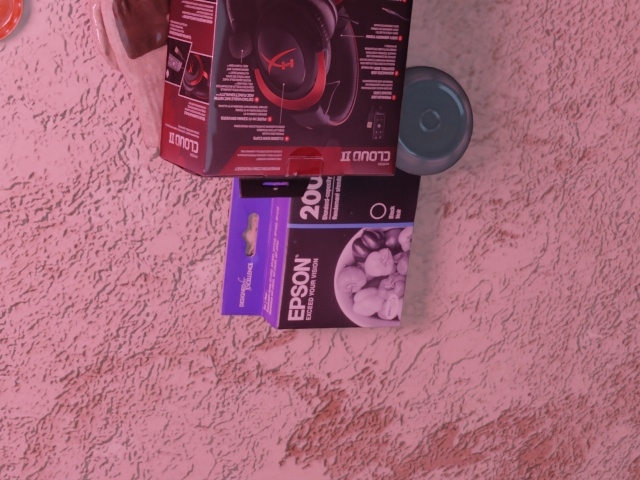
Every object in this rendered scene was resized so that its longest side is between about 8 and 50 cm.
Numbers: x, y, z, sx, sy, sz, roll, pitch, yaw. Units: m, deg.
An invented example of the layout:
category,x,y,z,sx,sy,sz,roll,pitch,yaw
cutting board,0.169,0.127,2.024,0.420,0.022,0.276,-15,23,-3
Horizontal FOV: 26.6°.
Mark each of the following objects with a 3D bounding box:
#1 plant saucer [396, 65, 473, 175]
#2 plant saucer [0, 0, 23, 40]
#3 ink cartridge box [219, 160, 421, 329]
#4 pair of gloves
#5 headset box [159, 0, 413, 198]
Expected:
category,x,y,z,sx,sy,sz,roll,pitch,yaw
plant saucer,0.115,-0.130,1.467,0.119,0.021,0.119,0,91,-18
plant saucer,-0.332,-0.232,1.317,0.083,0.013,0.083,-7,115,-14
ink cartridge box,0.000,0.000,1.505,0.208,0.045,0.206,-1,114,-15
pair of gloves,-0.111,-0.226,1.348,0.240,0.042,0.204,-31,118,-21
headset box,-0.032,-0.183,1.315,0.218,0.110,0.293,-3,105,-30
